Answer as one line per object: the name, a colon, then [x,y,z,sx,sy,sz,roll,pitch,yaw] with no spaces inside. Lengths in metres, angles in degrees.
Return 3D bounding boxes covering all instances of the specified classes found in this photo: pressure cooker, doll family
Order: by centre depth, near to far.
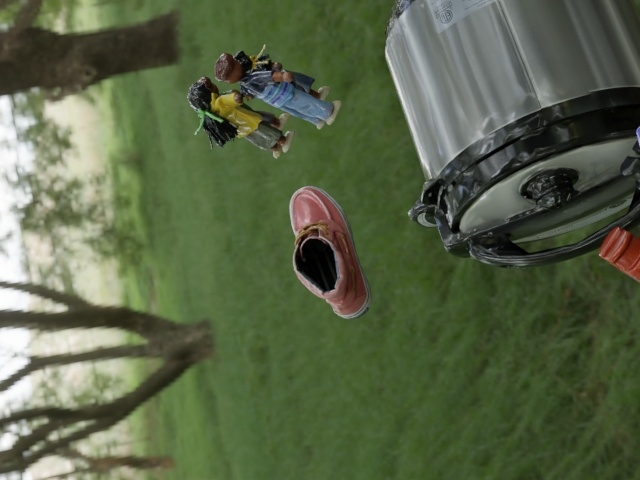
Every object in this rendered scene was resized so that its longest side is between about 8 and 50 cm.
doll family: [-0.062,-0.127,0.972,0.193,0.111,0.076,-30,39,55]
pressure cooker: [0.302,-0.173,1.533,0.370,0.375,0.420,124,134,-58]

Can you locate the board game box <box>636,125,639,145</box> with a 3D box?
board game box: [0.306,-0.053,0.692,0.317,0.046,0.213,107,156,-66]

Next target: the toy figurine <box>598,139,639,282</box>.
toy figurine: [0.405,-0.040,1.096,0.213,0.148,0.209,-51,11,49]

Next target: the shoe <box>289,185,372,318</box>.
shoe: [0.000,0.000,1.202,0.081,0.063,0.178,42,-159,-58]
